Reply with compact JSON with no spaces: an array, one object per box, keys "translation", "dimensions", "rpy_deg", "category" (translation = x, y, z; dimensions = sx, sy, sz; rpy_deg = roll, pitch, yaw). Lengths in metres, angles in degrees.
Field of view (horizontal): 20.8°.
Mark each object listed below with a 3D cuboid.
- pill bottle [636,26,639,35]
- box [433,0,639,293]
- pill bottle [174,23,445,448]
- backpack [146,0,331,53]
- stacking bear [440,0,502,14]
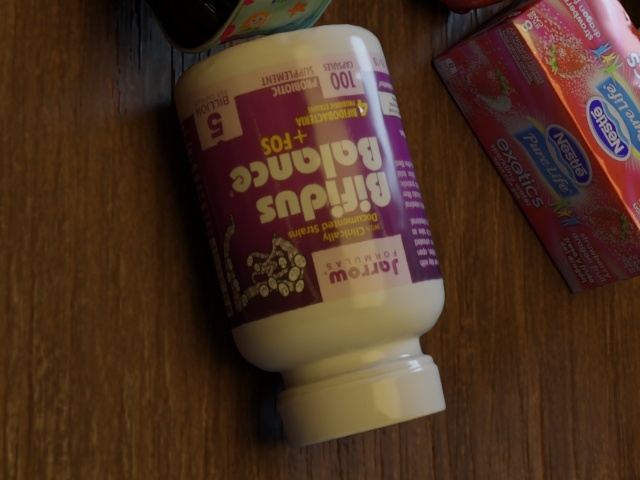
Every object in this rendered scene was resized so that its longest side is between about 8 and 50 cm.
[{"translation":[0.375,-0.109,1.612],"dimensions":[0.131,0.131,0.229],"rpy_deg":[-34,82,-35],"category":"pill bottle"},{"translation":[0.236,-0.098,1.551],"dimensions":[0.128,0.122,0.257],"rpy_deg":[-37,99,-34],"category":"box"},{"translation":[0.000,0.000,1.340],"dimensions":[0.169,0.169,0.301],"rpy_deg":[-11,83,-35],"category":"pill bottle"},{"translation":[-0.066,-0.274,1.315],"dimensions":[0.191,0.225,0.253],"rpy_deg":[-8,64,-32],"category":"backpack"},{"translation":[0.111,-0.343,1.519],"dimensions":[0.164,0.175,0.289],"rpy_deg":[-25,99,-38],"category":"stacking bear"}]
